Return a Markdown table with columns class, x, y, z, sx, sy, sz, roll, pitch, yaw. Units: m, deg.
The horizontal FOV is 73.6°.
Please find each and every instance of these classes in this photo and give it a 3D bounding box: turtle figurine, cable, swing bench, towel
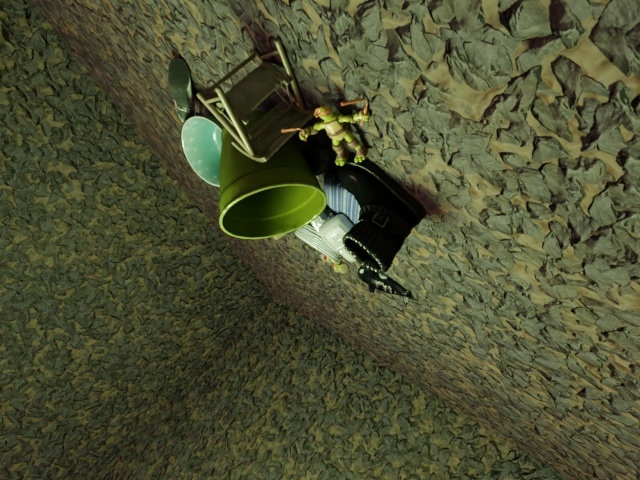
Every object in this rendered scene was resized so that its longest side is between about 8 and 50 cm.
| class | x | y | z | sx | sy | sz | roll | pitch | yaw |
| --- | --- | --- | --- | --- | --- | --- | --- | --- | --- |
| turtle figurine | 0.039 | -0.320 | 1.264 | 0.269 | 0.087 | 0.217 | -15 | 140 | 22 |
| cable | 0.000 | 0.000 | 1.971 | 0.257 | 0.089 | 0.257 | 32 | -179 | -35 |
| swing bench | -0.179 | -0.413 | 1.295 | 0.165 | 0.253 | 0.255 | 16 | 147 | 53 |
| towel | 0.149 | -0.110 | 1.639 | 0.336 | 0.040 | 0.243 | 38 | 163 | 17 |

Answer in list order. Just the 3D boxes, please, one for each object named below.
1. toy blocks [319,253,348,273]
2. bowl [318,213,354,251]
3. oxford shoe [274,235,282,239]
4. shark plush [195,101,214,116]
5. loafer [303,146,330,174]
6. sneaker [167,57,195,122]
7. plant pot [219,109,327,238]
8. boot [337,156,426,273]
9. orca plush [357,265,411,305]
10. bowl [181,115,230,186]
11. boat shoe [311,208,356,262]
| class | x | y | z | sx | sy | sz | roll | pitch | yaw |
| --- | --- | --- | --- | --- | --- | --- | --- | --- | --- |
| toy blocks | 0.063 | 0.113 | 2.241 | 0.123 | 0.054 | 0.148 | 52 | 159 | -24 |
| bowl | 0.072 | -0.021 | 1.742 | 0.142 | 0.053 | 0.142 | -31 | 110 | 30 |
| oxford shoe | -0.342 | -0.119 | 2.439 | 0.449 | 0.130 | 0.169 | 25 | 156 | 44 |
| shark plush | -0.506 | -0.555 | 1.950 | 0.067 | 0.073 | 0.161 | 0 | 138 | 19 |
| loafer | -0.022 | -0.280 | 1.569 | 0.267 | 0.084 | 0.096 | -18 | 86 | 65 |
| sneaker | -0.596 | -0.655 | 1.841 | 0.145 | 0.090 | 0.270 | -112 | 17 | -53 |
| plant pot | -0.200 | -0.245 | 1.492 | 0.366 | 0.366 | 0.353 | 98 | 157 | -67 |
| boot | 0.135 | -0.087 | 1.354 | 0.348 | 0.260 | 0.131 | 38 | 160 | 14 |
| orca plush | 0.273 | 0.220 | 1.979 | 0.287 | 0.102 | 0.151 | 35 | 160 | 21 |
| bowl | -0.433 | -0.409 | 1.858 | 0.311 | 0.163 | 0.312 | 20 | 131 | 25 |
| boat shoe | 0.073 | -0.046 | 1.825 | 0.320 | 0.118 | 0.103 | 48 | 121 | -5 |
